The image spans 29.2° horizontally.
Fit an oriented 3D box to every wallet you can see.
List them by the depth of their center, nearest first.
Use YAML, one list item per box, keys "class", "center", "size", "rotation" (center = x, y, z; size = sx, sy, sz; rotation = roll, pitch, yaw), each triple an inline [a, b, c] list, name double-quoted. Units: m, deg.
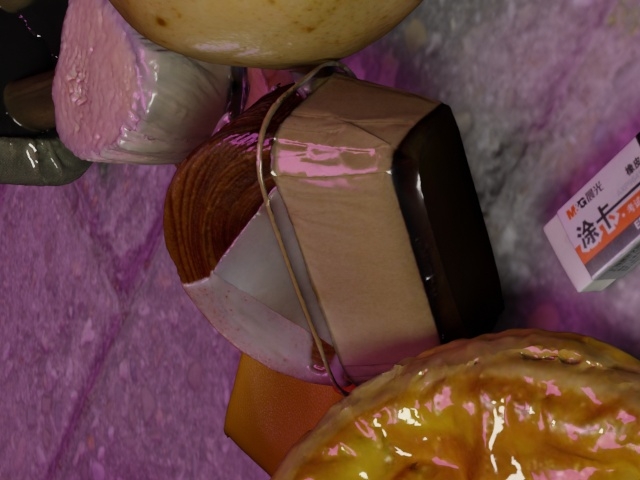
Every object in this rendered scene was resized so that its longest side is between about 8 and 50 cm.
- class: "wallet"
  center: [0.008, 0.137, 0.922]
  size: [0.241, 0.067, 0.141]
  rotation: [30, 112, 51]

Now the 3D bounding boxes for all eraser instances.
- class: "eraser"
  center: [0.182, -0.023, 0.707]
  size: [0.122, 0.029, 0.052]
  rotation: [-51, 51, 42]

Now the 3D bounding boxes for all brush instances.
- class: "brush"
  center: [-0.090, -0.097, 0.972]
  size: [0.267, 0.166, 0.174]
  rotation: [52, 131, 37]

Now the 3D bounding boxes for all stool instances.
- class: "stool"
  center: [-0.318, -0.233, 1.177]
  size: [0.226, 0.310, 0.310]
  rotation: [-28, 69, 44]

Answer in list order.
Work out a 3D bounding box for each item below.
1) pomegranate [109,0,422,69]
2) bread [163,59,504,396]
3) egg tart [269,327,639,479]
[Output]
- class: "pomegranate"
  center: [-0.036, -0.265, 0.772]
  size: [0.319, 0.319, 0.319]
  rotation: [1, 92, 54]
- class: "bread"
  center: [0.000, 0.000, 0.811]
  size: [0.212, 0.142, 0.224]
  rotation: [1, 122, 34]
- class: "egg tart"
  center: [0.109, 0.211, 0.667]
  size: [0.341, 0.132, 0.341]
  rotation: [-12, 58, 20]
